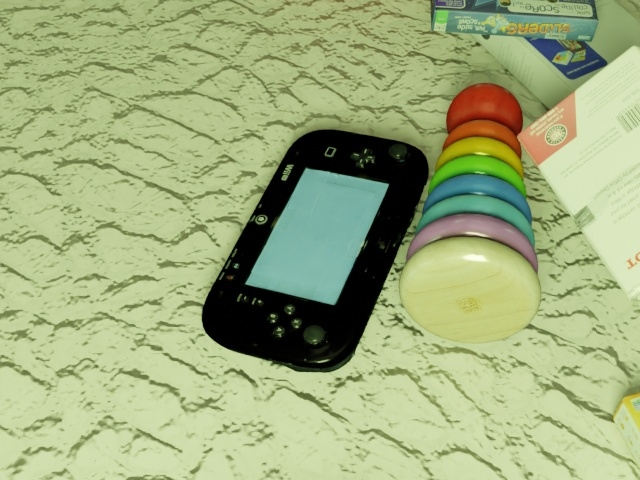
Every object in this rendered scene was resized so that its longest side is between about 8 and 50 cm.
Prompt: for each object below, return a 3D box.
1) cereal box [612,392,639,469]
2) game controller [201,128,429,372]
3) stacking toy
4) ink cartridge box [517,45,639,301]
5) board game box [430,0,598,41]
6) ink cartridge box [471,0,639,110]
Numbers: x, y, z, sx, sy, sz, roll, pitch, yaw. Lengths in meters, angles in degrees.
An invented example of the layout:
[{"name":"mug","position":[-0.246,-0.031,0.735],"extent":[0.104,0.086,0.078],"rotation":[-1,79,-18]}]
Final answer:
[{"name":"cereal box","position":[0.402,0.233,0.925],"extent":[0.173,0.047,0.240],"rotation":[-13,54,-13]},{"name":"game controller","position":[0.000,0.000,1.078],"extent":[0.167,0.067,0.319],"rotation":[18,52,11]},{"name":"stacking toy","position":[0.175,-0.055,1.095],"extent":[0.141,0.141,0.330],"rotation":[10,48,5]},{"name":"ink cartridge box","position":[0.338,-0.066,1.057],"extent":[0.158,0.092,0.218],"rotation":[-38,67,21]},{"name":"board game box","position":[0.240,-0.314,1.276],"extent":[0.201,0.035,0.136],"rotation":[4,52,0]},{"name":"ink cartridge box","position":[0.310,-0.268,1.306],"extent":[0.165,0.065,0.332],"rotation":[-24,58,-20]}]
